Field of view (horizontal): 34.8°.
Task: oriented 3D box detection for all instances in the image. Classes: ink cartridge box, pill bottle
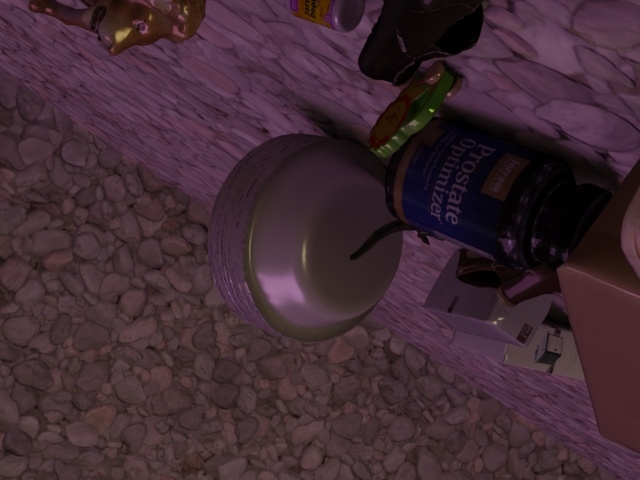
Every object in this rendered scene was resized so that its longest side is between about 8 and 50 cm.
[{"bbox_3d":[0.337,0.165,1.695,0.190,0.082,0.139,13,-178,-31],"label":"ink cartridge box"},{"bbox_3d":[-0.003,-0.222,0.936,0.083,0.043,0.043,25,170,31],"label":"pill bottle"},{"bbox_3d":[0.185,-0.042,1.055,0.219,0.123,0.123,24,169,35],"label":"pill bottle"}]

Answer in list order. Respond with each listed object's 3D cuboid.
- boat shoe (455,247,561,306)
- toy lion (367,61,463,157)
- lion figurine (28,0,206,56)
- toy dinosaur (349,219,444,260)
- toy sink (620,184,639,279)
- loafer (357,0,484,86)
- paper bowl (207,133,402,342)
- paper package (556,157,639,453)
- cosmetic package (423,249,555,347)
[{"bbox_3d":[0.276,0.050,1.355,0.095,0.095,0.257,35,170,-27],"label":"boat shoe"},{"bbox_3d":[0.086,-0.125,1.008,0.034,0.096,0.100,34,170,-20],"label":"toy lion"},{"bbox_3d":[-0.228,-0.286,1.146,0.240,0.142,0.392,24,-174,-4],"label":"lion figurine"},{"bbox_3d":[0.162,-0.025,1.190,0.268,0.064,0.118,-12,-172,2],"label":"toy dinosaur"},{"bbox_3d":[0.251,-0.049,0.419,0.131,0.234,0.153,24,168,41],"label":"toy sink"},{"bbox_3d":[0.086,-0.168,0.815,0.078,0.080,0.220,31,171,2],"label":"loafer"},{"bbox_3d":[0.000,0.000,1.394,0.148,0.284,0.284,13,161,49],"label":"paper bowl"},{"bbox_3d":[0.385,0.099,0.816,0.324,0.168,0.309,24,154,36],"label":"paper package"},{"bbox_3d":[0.256,0.083,1.551,0.085,0.117,0.231,32,170,-14],"label":"cosmetic package"}]
